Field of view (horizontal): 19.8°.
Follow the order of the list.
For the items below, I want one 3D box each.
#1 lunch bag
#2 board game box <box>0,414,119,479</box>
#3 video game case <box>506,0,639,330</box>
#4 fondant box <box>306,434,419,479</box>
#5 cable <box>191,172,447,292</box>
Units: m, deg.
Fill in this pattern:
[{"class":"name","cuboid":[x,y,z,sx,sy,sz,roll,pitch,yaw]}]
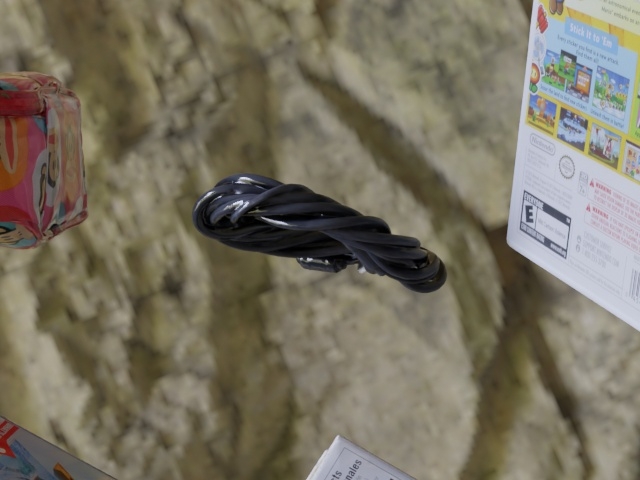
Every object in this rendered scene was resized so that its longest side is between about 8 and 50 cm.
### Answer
[{"class":"lunch bag","cuboid":[-0.300,-0.051,1.248,0.258,0.120,0.293,-3,3,0]},{"class":"board game box","cuboid":[-0.177,0.250,1.149,0.066,0.318,0.319,-65,-8,24]},{"class":"video game case","cuboid":[0.177,-0.060,1.019,0.026,0.206,0.227,-4,20,-23]},{"class":"fondant box","cuboid":[0.131,0.312,1.552,0.096,0.330,0.238,-56,-12,-18]},{"class":"cable","cuboid":[0.000,0.000,1.175,0.150,0.047,0.184,18,-5,22]}]
